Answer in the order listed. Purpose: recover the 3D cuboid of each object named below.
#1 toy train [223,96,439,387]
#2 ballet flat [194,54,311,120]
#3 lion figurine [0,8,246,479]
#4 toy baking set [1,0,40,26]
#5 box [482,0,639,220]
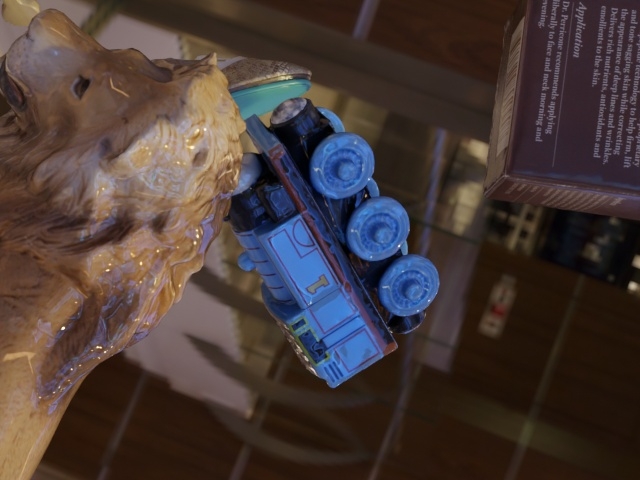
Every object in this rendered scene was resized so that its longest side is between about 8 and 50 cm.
[{"bbox_3d":[0.000,0.000,0.906,0.105,0.184,0.080,-33,-151,-5],"label":"toy train"},{"bbox_3d":[-0.109,-0.121,1.226,0.206,0.067,0.073,-24,163,-12],"label":"ballet flat"},{"bbox_3d":[-0.172,0.083,0.629,0.142,0.240,0.392,49,44,-44],"label":"lion figurine"},{"bbox_3d":[-0.232,-0.231,1.036,0.196,0.256,0.030,29,47,-51],"label":"toy baking set"},{"bbox_3d":[0.256,-0.111,1.243,0.167,0.203,0.168,88,10,-85],"label":"box"}]
